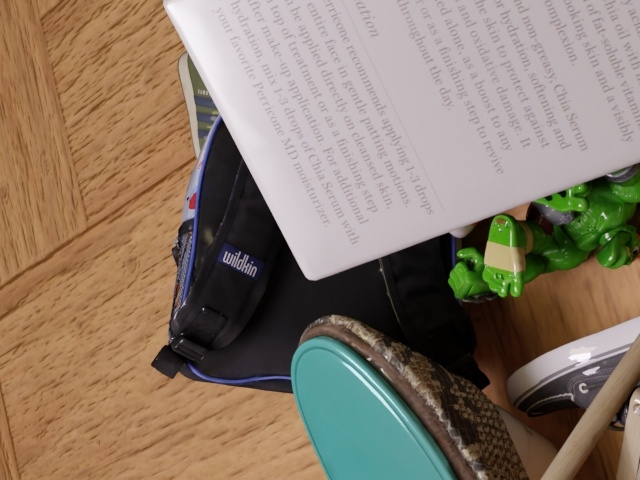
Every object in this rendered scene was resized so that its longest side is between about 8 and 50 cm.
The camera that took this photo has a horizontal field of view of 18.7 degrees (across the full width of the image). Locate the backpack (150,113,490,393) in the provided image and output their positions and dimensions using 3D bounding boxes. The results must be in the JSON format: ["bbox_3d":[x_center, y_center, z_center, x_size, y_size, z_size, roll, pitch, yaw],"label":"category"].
[{"bbox_3d":[0.000,0.000,1.638,0.213,0.277,0.263,168,109,-78],"label":"backpack"}]

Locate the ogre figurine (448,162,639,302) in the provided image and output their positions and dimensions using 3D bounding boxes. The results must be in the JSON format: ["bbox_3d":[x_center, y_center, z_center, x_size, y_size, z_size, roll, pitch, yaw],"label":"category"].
[{"bbox_3d":[0.194,-0.022,1.500,0.097,0.118,0.197,44,126,34],"label":"ogre figurine"}]

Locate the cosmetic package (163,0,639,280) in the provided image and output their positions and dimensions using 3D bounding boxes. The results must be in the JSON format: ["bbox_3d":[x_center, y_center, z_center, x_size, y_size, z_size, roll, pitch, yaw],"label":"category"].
[{"bbox_3d":[0.154,-0.170,1.291,0.453,0.161,0.230,-20,111,18],"label":"cosmetic package"}]

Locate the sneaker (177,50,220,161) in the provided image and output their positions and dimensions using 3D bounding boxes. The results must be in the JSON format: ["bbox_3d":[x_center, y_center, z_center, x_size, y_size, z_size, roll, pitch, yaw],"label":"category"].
[{"bbox_3d":[-0.082,-0.124,1.861,0.086,0.064,0.192,-45,56,47],"label":"sneaker"}]

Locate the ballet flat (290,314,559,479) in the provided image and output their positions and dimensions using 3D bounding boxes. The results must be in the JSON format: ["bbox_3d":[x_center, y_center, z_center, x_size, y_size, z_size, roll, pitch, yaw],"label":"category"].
[{"bbox_3d":[0.148,0.259,1.513,0.164,0.182,0.482,-37,78,51],"label":"ballet flat"}]

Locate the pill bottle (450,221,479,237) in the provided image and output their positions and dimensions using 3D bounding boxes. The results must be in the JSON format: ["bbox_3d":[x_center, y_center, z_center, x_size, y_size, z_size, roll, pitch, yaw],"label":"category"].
[{"bbox_3d":[0.135,-0.120,1.504,0.221,0.121,0.121,-50,50,3],"label":"pill bottle"}]

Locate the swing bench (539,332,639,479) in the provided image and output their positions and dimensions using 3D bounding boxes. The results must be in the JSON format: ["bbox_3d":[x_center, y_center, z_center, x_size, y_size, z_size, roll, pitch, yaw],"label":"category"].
[{"bbox_3d":[0.312,0.146,1.291,0.253,0.165,0.254,30,97,33],"label":"swing bench"}]

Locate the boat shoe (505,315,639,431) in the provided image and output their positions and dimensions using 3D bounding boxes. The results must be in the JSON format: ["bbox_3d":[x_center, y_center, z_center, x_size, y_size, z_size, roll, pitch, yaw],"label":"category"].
[{"bbox_3d":[0.237,0.108,1.495,0.228,0.080,0.076,-26,70,40],"label":"boat shoe"}]
